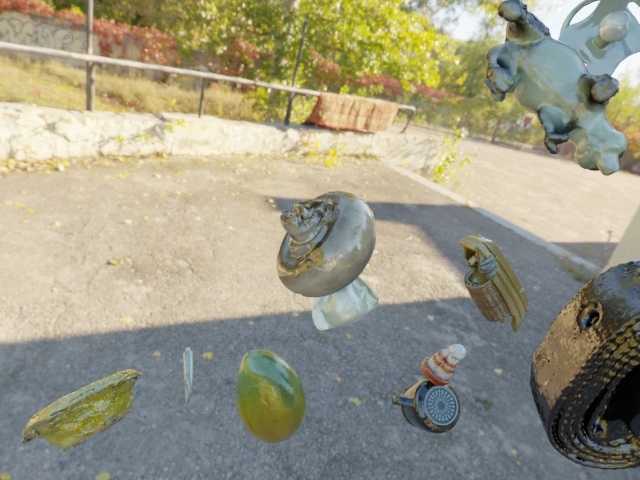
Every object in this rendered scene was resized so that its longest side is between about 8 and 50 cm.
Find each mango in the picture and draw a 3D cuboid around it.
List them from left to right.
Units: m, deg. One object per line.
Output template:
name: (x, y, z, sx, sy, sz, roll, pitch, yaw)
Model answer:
mango: (-0.095, 0.288, 0.798, 0.130, 0.195, 0.092, -15, 20, 11)

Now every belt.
belt: (0.405, 0.177, 0.569, 0.184, 0.289, 0.164, 15, 29, 6)

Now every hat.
hat: (0.405, 0.385, 1.379, 0.112, 0.162, 0.094, 25, 27, -8)

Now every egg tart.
egg tart: (-0.626, 0.470, 1.173, 0.315, 0.315, 0.120, -19, 73, -52)

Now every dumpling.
dumpling: (0.077, 0.220, 1.577, 0.252, 0.180, 0.131, -26, 8, 1)

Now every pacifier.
pacifier: (0.434, -0.320, 0.656, 0.127, 0.150, 0.116, 61, 25, 5)

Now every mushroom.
mushroom: (0.000, 0.000, 0.837, 0.178, 0.226, 0.226, 39, 7, -36)

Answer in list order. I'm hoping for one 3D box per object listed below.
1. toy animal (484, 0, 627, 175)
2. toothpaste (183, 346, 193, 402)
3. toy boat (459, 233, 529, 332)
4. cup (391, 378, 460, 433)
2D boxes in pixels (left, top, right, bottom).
toy animal: (0.278, -0.173, 0.512, 0.121, 0.094, 0.225, -10, 58, -52)
toothpaste: (-0.395, 0.392, 1.293, 0.029, 0.048, 0.197, 12, 27, -24)
toy boat: (0.424, 0.115, 1.071, 0.310, 0.115, 0.089, 50, -5, -30)
cup: (0.340, 0.549, 1.453, 0.222, 0.170, 0.176, 13, -21, -8)
